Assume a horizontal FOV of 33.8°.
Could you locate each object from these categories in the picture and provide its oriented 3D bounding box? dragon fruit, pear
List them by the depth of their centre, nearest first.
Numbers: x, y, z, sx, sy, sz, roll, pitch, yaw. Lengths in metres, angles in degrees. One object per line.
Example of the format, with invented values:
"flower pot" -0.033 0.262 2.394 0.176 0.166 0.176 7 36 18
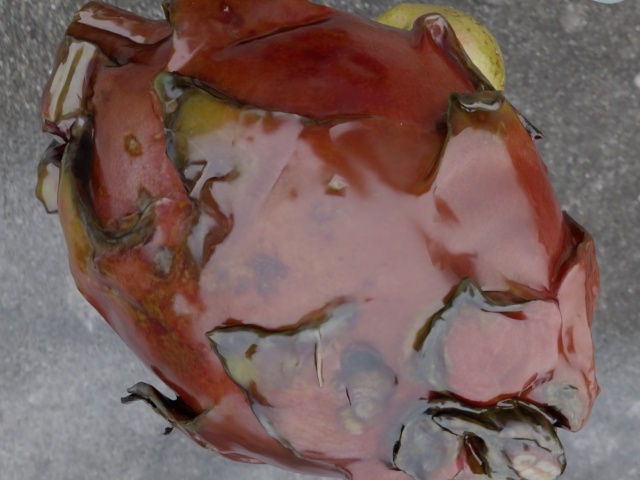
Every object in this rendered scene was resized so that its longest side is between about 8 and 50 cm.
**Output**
"dragon fruit" -0.004 -0.002 0.547 0.314 0.250 0.250 13 124 18
"pear" 0.120 -0.189 1.204 0.178 0.178 0.178 -12 125 -18

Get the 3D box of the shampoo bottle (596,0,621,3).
"shampoo bottle" 0.229 -0.248 0.729 0.056 0.056 0.195 -15 155 -16
